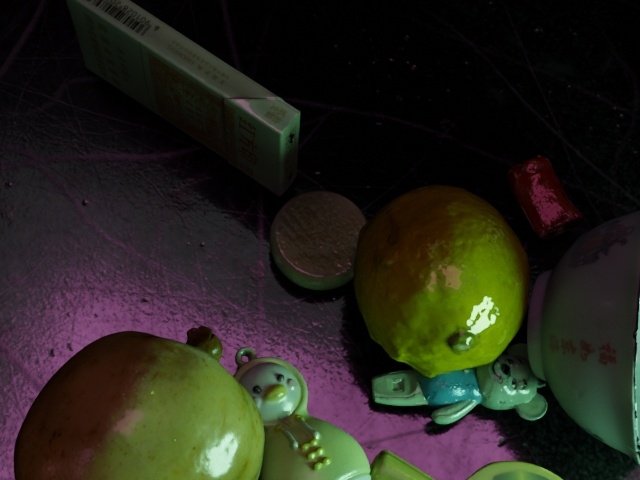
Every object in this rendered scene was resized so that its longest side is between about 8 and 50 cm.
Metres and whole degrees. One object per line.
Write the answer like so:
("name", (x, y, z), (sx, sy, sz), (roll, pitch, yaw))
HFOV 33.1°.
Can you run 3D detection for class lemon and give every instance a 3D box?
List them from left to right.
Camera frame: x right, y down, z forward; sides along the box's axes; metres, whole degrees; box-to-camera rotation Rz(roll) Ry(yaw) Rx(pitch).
("lemon", (0.155, 0.047, 1.408), (0.233, 0.233, 0.288), (-10, 36, -8))

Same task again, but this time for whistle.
("whistle", (0.187, 0.191, 1.445), (0.235, 0.077, 0.114), (-2, 60, -2))

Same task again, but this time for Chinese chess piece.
("Chinese chess piece", (0.000, 0.000, 1.518), (0.144, 0.058, 0.144), (2, 69, -5))

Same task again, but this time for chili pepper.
("chili pepper", (0.322, -0.065, 1.559), (0.070, 0.073, 0.123), (-3, 64, -51))

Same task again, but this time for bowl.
("bowl", (0.361, 0.114, 1.395), (0.157, 0.345, 0.345), (3, 66, 25))

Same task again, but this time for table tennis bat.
("table tennis bat", (0.208, 0.364, 1.398), (0.321, 0.050, 0.198), (27, 71, 2))

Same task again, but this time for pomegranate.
("pomegranate", (-0.215, 0.251, 1.275), (0.307, 0.307, 0.307), (1, 68, -3))

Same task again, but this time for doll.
("doll", (-0.032, 0.260, 1.380), (0.141, 0.117, 0.296), (-28, 73, -17))

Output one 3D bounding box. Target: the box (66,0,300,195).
("box", (-0.189, -0.214, 1.510), (0.365, 0.204, 0.051), (33, 70, 10))
